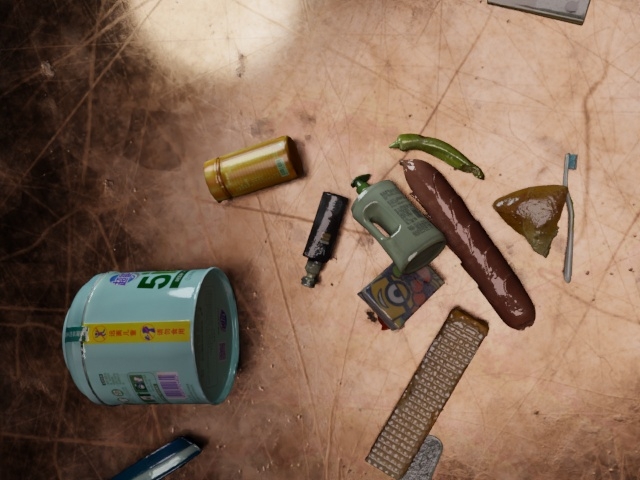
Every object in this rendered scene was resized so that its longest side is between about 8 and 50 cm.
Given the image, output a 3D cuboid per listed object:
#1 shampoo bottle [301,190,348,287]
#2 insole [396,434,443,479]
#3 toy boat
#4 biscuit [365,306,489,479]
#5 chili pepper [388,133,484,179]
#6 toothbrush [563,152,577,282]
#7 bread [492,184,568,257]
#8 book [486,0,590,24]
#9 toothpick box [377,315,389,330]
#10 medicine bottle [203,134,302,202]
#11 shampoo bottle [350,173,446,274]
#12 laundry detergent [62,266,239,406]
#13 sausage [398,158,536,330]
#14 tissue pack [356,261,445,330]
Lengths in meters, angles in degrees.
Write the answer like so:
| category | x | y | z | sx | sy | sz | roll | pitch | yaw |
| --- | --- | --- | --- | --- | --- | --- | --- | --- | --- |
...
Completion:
| category | x | y | z | sx | sy | sz | roll | pitch | yaw |
| --- | --- | --- | --- | --- | --- | --- | --- | --- | --- |
| shampoo bottle | 0.001 | 0.000 | 1.732 | 0.057 | 0.063 | 0.207 | 18 | 95 | 0 |
| insole | 0.197 | 0.522 | 1.748 | 0.080 | 0.003 | 0.232 | 28 | 99 | 9 |
| toy boat | -0.398 | 0.527 | 1.833 | 0.299 | 0.096 | 0.061 | -33 | 78 | 10 |
| biscuit | 0.224 | 0.320 | 1.702 | 0.094 | 0.054 | 0.378 | 29 | 99 | 12 |
| chili pepper | 0.246 | -0.183 | 1.676 | 0.208 | 0.049 | 0.043 | 19 | 131 | 8 |
| toothbrush | 0.499 | -0.045 | 1.641 | 0.026 | 0.022 | 0.262 | 3 | 94 | 24 |
| bread | 0.443 | -0.059 | 1.631 | 0.136 | 0.054 | 0.154 | -44 | 86 | 16 |
| book | 0.447 | -0.521 | 1.625 | 0.199 | 0.016 | 0.138 | 16 | 96 | 11 |
| toothpick box | 0.134 | 0.147 | 1.717 | 0.047 | 0.047 | 0.083 | -23 | 89 | 12 |
| medicine bottle | -0.143 | -0.152 | 1.733 | 0.192 | 0.096 | 0.096 | -17 | 90 | 12 |
| shampoo bottle | 0.141 | -0.046 | 1.661 | 0.118 | 0.087 | 0.234 | -32 | 63 | -16 |
| laundry detergent | -0.357 | 0.203 | 1.703 | 0.305 | 0.287 | 0.287 | -3 | 93 | 12 |
| sausage | 0.299 | 0.000 | 1.654 | 0.088 | 0.088 | 0.433 | -37 | 85 | 12 |
| tissue pack | 0.165 | 0.099 | 1.673 | 0.148 | 0.060 | 0.108 | -41 | 86 | -20 |
